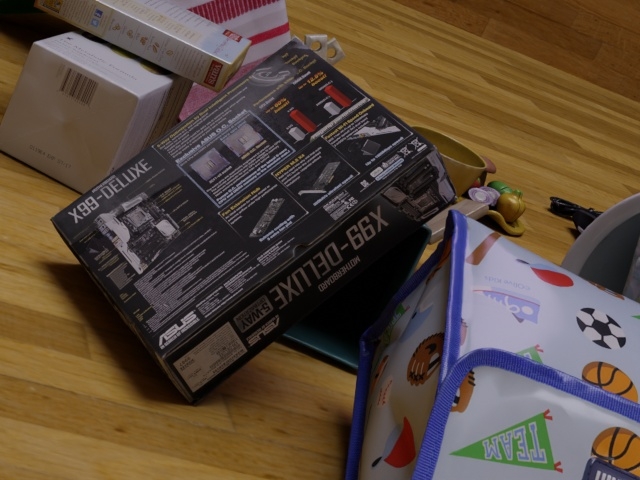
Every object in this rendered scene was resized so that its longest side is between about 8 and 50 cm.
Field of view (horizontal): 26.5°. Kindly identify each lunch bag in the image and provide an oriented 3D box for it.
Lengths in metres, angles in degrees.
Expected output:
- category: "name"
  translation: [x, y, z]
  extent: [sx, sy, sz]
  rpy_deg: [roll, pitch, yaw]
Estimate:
- category: "lunch bag"
  translation: [0.199, 0.194, 1.116]
  extent: [0.327, 0.239, 0.385]
  rpy_deg: [24, 34, -7]

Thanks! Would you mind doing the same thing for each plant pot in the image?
- category: "plant pot"
  translation: [0.000, 0.000, 1.474]
  extent: [0.165, 0.166, 0.234]
  rpy_deg: [24, 13, -8]
- category: "plant pot"
  translation: [0.173, -0.104, 2.078]
  extent: [0.134, 0.095, 0.134]
  rpy_deg: [24, 19, -9]

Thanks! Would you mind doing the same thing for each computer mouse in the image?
- category: "computer mouse"
  translation: [0.512, -0.004, 2.329]
  extent: [0.184, 0.060, 0.262]
  rpy_deg: [14, 10, -21]

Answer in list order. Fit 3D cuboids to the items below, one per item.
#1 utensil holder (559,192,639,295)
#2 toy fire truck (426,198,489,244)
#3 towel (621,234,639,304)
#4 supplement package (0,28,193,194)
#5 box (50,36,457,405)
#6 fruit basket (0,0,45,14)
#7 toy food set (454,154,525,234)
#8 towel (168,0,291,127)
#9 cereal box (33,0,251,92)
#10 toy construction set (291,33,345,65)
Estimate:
- category: "utensil holder"
  translation: [0.494, 0.087, 1.618]
  extent: [0.327, 0.328, 0.385]
  rpy_deg: [35, 21, 24]
- category: "toy fire truck"
  translation: [0.068, -0.049, 1.743]
  extent: [0.246, 0.158, 0.217]
  rpy_deg: [27, 14, -38]
- category: "towel"
  translation: [0.436, 0.175, 1.329]
  extent: [0.374, 0.321, 0.090]
  rpy_deg: [34, 46, 22]
- category: "supplement package"
  translation: [-0.257, -0.161, 1.598]
  extent: [0.139, 0.134, 0.244]
  rpy_deg: [28, 18, 3]
- category: "box"
  translation: [-0.068, -0.029, 1.259]
  extent: [0.242, 0.307, 0.076]
  rpy_deg: [43, -13, 43]
- category: "fruit basket"
  translation: [-0.273, -0.370, 1.946]
  extent: [0.392, 0.392, 0.283]
  rpy_deg: [34, 25, 22]
- category: "toy food set"
  translation: [0.258, -0.092, 2.197]
  extent: [0.128, 0.071, 0.218]
  rpy_deg: [8, 25, -43]
- category: "towel"
  translation: [-0.136, -0.324, 1.813]
  extent: [0.037, 0.329, 0.237]
  rpy_deg: [17, 36, 43]
- category: "cereal box"
  translation: [-0.208, -0.261, 1.642]
  extent: [0.240, 0.047, 0.173]
  rpy_deg: [26, 18, -2]
- category: "toy construction set"
  translation: [0.024, -0.171, 2.009]
  extent: [0.215, 0.151, 0.328]
  rpy_deg: [19, 31, -20]
